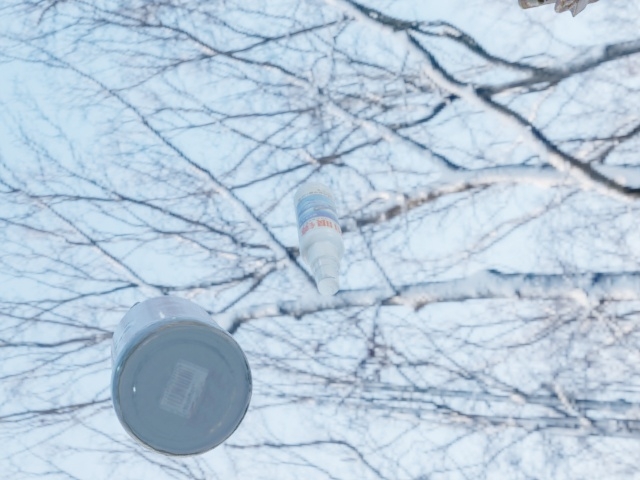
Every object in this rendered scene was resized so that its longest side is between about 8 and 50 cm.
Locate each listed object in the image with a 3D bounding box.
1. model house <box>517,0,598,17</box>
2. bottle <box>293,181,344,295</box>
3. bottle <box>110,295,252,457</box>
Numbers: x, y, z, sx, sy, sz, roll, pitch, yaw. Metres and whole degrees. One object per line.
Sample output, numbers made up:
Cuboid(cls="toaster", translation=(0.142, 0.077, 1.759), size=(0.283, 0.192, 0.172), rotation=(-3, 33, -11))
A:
Cuboid(cls="model house", translation=(0.456, -0.491, 1.575), size=(0.199, 0.229, 0.220), rotation=(-11, -70, -14))
Cuboid(cls="bottle", translation=(0.000, 0.000, 1.212), size=(0.060, 0.060, 0.217), rotation=(55, -166, -30))
Cuboid(cls="bottle", translation=(-0.174, 0.134, 1.102), size=(0.144, 0.336, 0.144), rotation=(-1, -84, -14))
